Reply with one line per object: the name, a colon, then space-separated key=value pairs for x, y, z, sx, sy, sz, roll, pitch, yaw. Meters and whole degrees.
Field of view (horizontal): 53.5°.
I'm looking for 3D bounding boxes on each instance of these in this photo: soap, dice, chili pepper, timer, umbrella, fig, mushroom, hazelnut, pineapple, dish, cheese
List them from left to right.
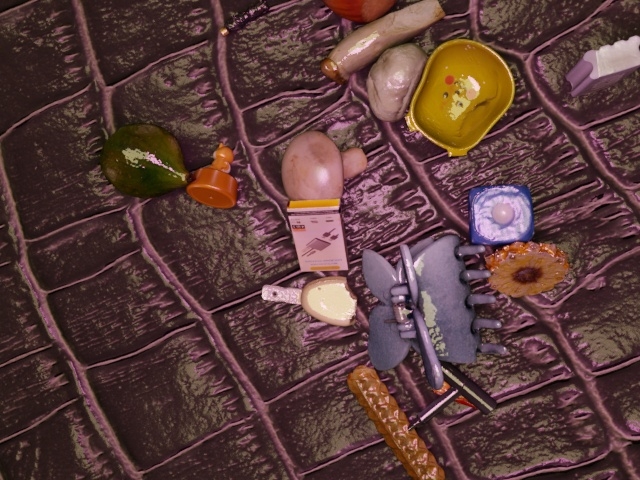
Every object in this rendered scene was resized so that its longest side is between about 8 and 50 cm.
fig: x=-0.417 y=-0.175 z=1.605 sx=0.235 sy=0.203 sz=0.203 roll=36 pitch=97 yaw=23
timer: x=-0.264 y=-0.178 z=1.646 sx=0.132 sy=0.132 sz=0.152 roll=10 pitch=70 yaw=8
umbrella: x=-0.200 y=-0.579 z=1.650 sx=0.144 sy=0.037 sz=0.040 roll=-32 pitch=100 yaw=5
cheese: x=-0.026 y=0.145 z=1.640 sx=0.255 sy=0.050 sz=0.127 roll=8 pitch=93 yaw=8
mushroom: x=-0.004 y=-0.173 z=1.578 sx=0.206 sy=0.209 sz=0.206 roll=16 pitch=122 yaw=27
hazelnut: x=0.094 y=-0.624 z=1.545 sx=0.186 sy=0.210 sz=0.210 roll=42 pitch=98 yaw=-18
mushroom: x=0.149 y=-0.498 z=1.565 sx=0.333 sy=0.107 sz=0.087 roll=-30 pitch=78 yaw=9
dish: x=0.330 y=-0.341 z=1.538 sx=0.221 sy=0.108 sz=0.262 roll=31 pitch=97 yaw=-1
chili pepper: x=0.352 y=0.391 z=1.600 sx=0.178 sy=0.027 sz=0.045 roll=23 pitch=81 yaw=8
dice: x=0.427 y=-0.058 z=1.518 sx=0.146 sy=0.146 sz=0.143 roll=-3 pitch=89 yaw=10
pineapple: x=0.488 y=0.073 z=1.498 sx=0.221 sy=0.221 sz=0.047 roll=-2 pitch=52 yaw=9
soap: x=0.645 y=-0.392 z=1.447 sx=0.119 sy=0.198 sz=0.066 roll=-18 pitch=88 yaw=9

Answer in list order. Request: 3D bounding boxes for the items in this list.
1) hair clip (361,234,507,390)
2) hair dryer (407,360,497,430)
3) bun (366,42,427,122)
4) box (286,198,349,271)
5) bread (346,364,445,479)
hair clip: x=0.265 y=0.148 z=1.492 sx=0.238 sy=0.392 sz=0.318 roll=-11 pitch=88 yaw=-16
hair dryer: x=0.309 y=0.417 z=1.563 sx=0.173 sy=0.050 sz=0.195 roll=38 pitch=87 yaw=12
bun: x=0.174 y=-0.384 z=1.519 sx=0.118 sy=0.195 sz=0.195 roll=27 pitch=96 yaw=3
box: x=0.000 y=0.000 z=1.561 sx=0.129 sy=0.033 sz=0.247 roll=-3 pitch=134 yaw=9
bread: x=0.191 y=0.476 z=1.605 sx=0.084 sy=0.077 sz=0.367 roll=-35 pitch=87 yaw=7
